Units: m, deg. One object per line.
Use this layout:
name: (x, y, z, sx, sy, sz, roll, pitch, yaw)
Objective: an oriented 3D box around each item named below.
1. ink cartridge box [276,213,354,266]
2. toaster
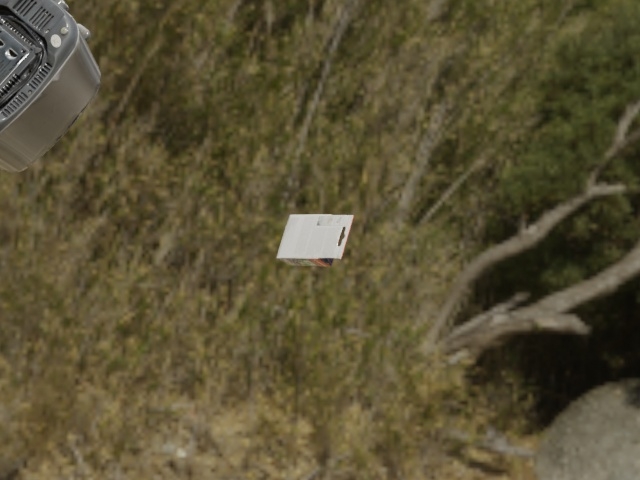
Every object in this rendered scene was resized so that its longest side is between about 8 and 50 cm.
ink cartridge box: (0.000, 0.000, 1.508, 0.115, 0.063, 0.029, 1, -22, 44)
toaster: (-0.353, -0.172, 1.358, 0.129, 0.227, 0.146, 38, -6, 16)
